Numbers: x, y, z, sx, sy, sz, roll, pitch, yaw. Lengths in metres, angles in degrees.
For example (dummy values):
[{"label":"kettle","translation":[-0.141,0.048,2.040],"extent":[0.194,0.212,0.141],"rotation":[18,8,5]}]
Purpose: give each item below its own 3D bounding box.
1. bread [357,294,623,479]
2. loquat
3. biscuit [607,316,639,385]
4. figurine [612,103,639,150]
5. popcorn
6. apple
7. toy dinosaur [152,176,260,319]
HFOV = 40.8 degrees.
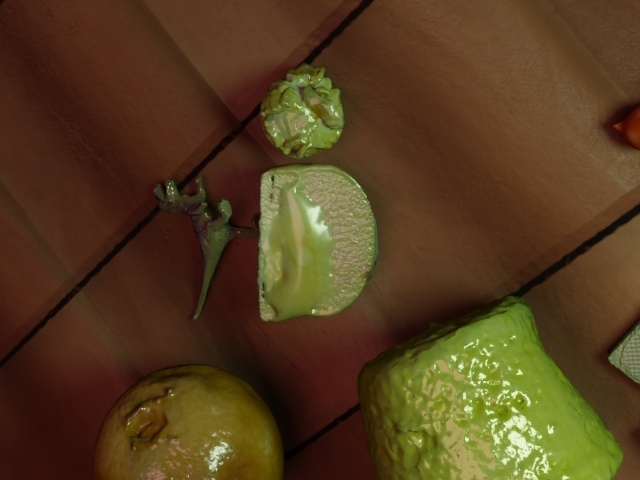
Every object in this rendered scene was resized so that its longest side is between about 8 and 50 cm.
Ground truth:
[{"label":"bread","translation":[0.225,0.259,1.229],"extent":[0.348,0.348,0.307],"rotation":[-23,86,26]},{"label":"loquat","translation":[-0.219,0.372,1.458],"extent":[0.329,0.328,0.328],"rotation":[5,104,23]},{"label":"biscuit","translation":[0.519,0.134,1.228],"extent":[0.121,0.040,0.199],"rotation":[38,113,10]},{"label":"figurine","translation":[0.471,-0.170,1.165],"extent":[0.140,0.068,0.075],"rotation":[-24,94,24]},{"label":"popcorn","translation":[-0.029,-0.196,1.348],"extent":[0.162,0.141,0.135],"rotation":[37,154,34]},{"label":"apple","translation":[0.000,0.000,1.388],"extent":[0.193,0.120,0.264],"rotation":[4,106,10]},{"label":"toy dinosaur","translation":[-0.195,0.000,1.511],"extent":[0.200,0.072,0.251],"rotation":[-17,107,36]}]
